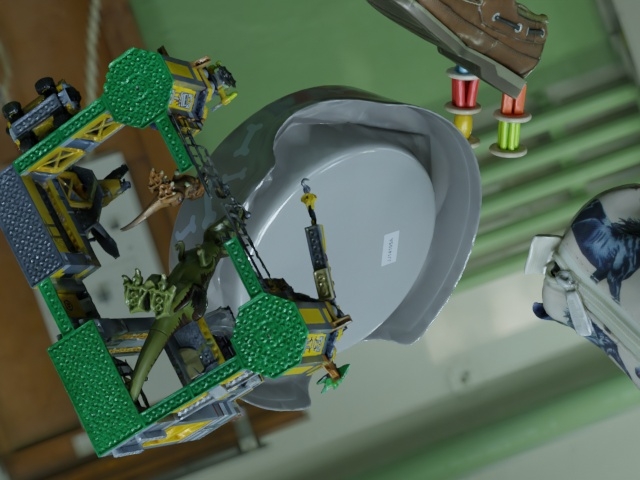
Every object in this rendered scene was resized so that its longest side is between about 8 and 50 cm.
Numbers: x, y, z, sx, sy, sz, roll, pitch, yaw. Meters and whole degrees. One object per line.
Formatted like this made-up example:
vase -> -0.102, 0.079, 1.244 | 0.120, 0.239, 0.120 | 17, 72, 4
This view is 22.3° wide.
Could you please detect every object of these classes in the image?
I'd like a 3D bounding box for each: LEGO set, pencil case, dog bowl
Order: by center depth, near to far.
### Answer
LEGO set -> -0.106, 0.016, 1.308 | 0.255, 0.331, 0.192 | -41, 163, 17
pencil case -> 0.365, 0.118, 1.440 | 0.183, 0.160, 0.410 | -16, -136, -30
dog bowl -> 0.000, 0.000, 1.645 | 0.349, 0.349, 0.102 | -20, -139, -31

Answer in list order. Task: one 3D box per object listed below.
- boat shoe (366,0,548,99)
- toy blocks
boat shoe -> 0.149, -0.252, 1.742 | 0.104, 0.111, 0.307 | -58, 149, 6
toy blocks -> 0.229, -0.196, 2.214 | 0.123, 0.148, 0.054 | 12, -155, 23
